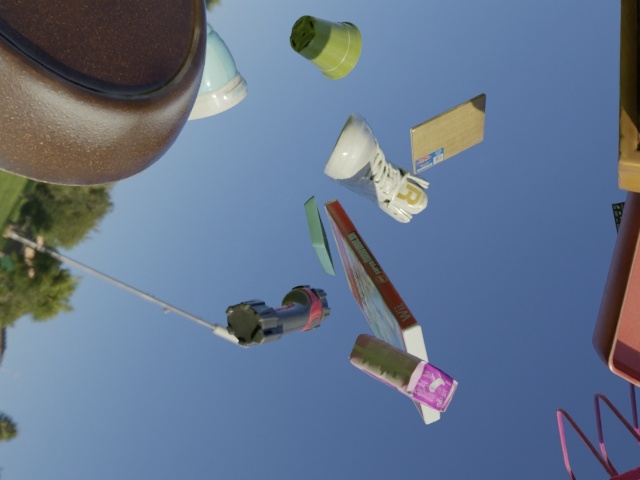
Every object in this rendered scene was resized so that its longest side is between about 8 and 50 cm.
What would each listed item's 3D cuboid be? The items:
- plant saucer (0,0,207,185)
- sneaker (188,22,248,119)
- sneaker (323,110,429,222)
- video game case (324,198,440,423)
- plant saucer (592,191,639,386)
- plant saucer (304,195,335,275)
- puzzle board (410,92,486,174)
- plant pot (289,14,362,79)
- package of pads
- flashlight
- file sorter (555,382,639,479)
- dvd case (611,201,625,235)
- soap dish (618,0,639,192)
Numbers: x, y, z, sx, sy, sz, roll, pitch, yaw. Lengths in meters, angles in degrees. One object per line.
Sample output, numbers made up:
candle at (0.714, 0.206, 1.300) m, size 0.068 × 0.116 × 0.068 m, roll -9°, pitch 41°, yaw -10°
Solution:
plant saucer at (-0.169, -0.191, 0.394) m, size 0.050 × 0.310 × 0.311 m, roll -15°, pitch -133°, yaw 29°
sneaker at (-0.290, -0.263, 0.976) m, size 0.365 × 0.150 × 0.135 m, roll -5°, pitch -145°, yaw 23°
sneaker at (0.100, -0.108, 0.987) m, size 0.108 × 0.169 × 0.292 m, roll -61°, pitch 175°, yaw 2°
video game case at (0.084, 0.093, 0.894) m, size 0.025 × 0.204 × 0.285 m, roll -23°, pitch -139°, yaw -6°
plant saucer at (0.407, 0.056, 0.718) m, size 0.047 × 0.258 × 0.259 m, roll 1°, pitch -112°, yaw 57°
plant saucer at (0.000, 0.000, 0.847) m, size 0.192 × 0.018 × 0.067 m, roll 73°, pitch 5°, yaw -75°
puzzle board at (0.193, -0.161, 0.953) m, size 0.128 × 0.096 × 0.011 m, roll -27°, pitch -126°, yaw -9°
plant pot at (0.002, -0.277, 0.879) m, size 0.083 × 0.079 × 0.084 m, roll -7°, pitch -100°, yaw 42°
package of pads at (0.065, 0.107, 0.514) m, size 0.083 × 0.050 × 0.032 m, roll 15°, pitch -105°, yaw 57°
flashlight at (-0.083, 0.146, 1.271) m, size 0.103 × 0.304 × 0.103 m, roll -14°, pitch -97°, yaw 25°
file sorter at (0.549, 0.323, 0.989) m, size 0.290 × 0.202 × 0.182 m, roll -21°, pitch -148°, yaw -1°
dvd case at (0.476, -0.020, 0.875) m, size 0.119 × 0.013 × 0.087 m, roll -13°, pitch -93°, yaw 42°
soap dish at (0.413, -0.164, 0.630) m, size 0.118 × 0.228 × 0.291 m, roll 79°, pitch 23°, yaw -61°
